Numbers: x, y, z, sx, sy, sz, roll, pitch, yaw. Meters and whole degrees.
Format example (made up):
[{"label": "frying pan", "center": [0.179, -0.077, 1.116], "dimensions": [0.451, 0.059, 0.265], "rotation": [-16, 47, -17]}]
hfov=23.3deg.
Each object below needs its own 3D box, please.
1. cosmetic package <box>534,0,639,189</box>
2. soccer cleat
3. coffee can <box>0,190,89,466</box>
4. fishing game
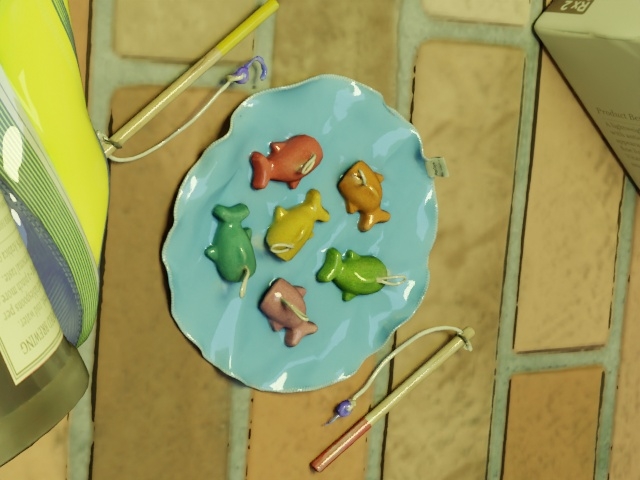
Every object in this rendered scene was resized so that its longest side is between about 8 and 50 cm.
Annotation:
[{"label": "cosmetic package", "center": [0.266, -0.116, 0.977], "dimensions": [0.151, 0.151, 0.184], "rotation": [-50, 123, -17]}, {"label": "soccer cleat", "center": [-0.153, -0.076, 0.752], "dimensions": [0.121, 0.093, 0.289], "rotation": [-12, 103, -64]}, {"label": "coffee can", "center": [-0.234, -0.030, 0.589], "dimensions": [0.201, 0.201, 0.275], "rotation": [-28, 102, -28]}, {"label": "fishing game", "center": [0.000, 0.000, 0.885], "dimensions": [0.189, 0.041, 0.264], "rotation": [-39, 119, -20]}]
